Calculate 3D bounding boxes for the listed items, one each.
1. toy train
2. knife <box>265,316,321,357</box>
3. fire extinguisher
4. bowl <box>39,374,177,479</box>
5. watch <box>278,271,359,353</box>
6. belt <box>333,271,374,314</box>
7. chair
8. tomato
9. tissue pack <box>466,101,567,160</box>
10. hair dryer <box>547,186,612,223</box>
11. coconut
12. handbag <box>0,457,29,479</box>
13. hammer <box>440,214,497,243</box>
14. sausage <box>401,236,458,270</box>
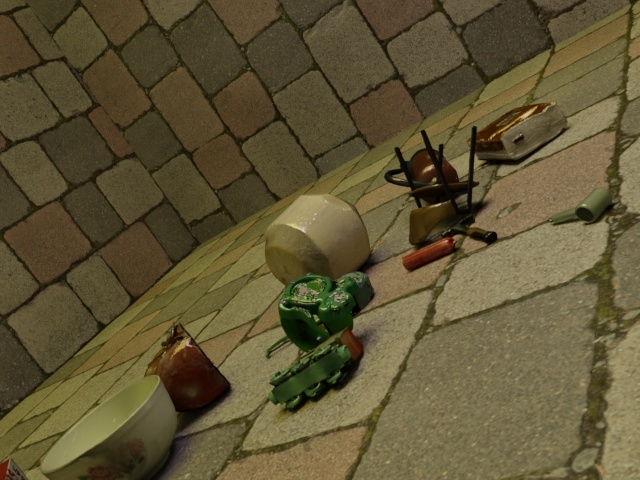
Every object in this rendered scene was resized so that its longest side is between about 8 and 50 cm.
[{"bbox_3d":[-0.012,0.230,1.218,0.176,0.074,0.118,-35,1,19],"label":"toy train"},{"bbox_3d":[-0.035,0.196,1.539,0.212,0.015,0.054,-34,10,4],"label":"knife"},{"bbox_3d":[0.276,-0.164,1.852,0.200,0.113,0.376,-14,14,5],"label":"fire extinguisher"},{"bbox_3d":[-0.393,0.406,1.348,0.277,0.145,0.277,-31,13,8],"label":"bowl"},{"bbox_3d":[0.000,0.155,1.313,0.165,0.152,0.131,11,37,32],"label":"watch"},{"bbox_3d":[0.048,0.121,1.477,0.140,0.058,0.105,-32,22,-9],"label":"belt"},{"bbox_3d":[0.272,-0.122,1.589,0.173,0.246,0.159,-8,-4,-20],"label":"chair"},{"bbox_3d":[-0.311,0.295,1.513,0.155,0.180,0.214,-44,10,-13],"label":"tomato"},{"bbox_3d":[0.513,-0.281,1.796,0.183,0.092,0.226,-35,9,-4],"label":"tissue pack"},{"bbox_3d":[0.445,-0.050,1.195,0.063,0.038,0.124,-38,5,-27],"label":"hair dryer"},{"bbox_3d":[0.000,0.000,1.698,0.266,0.237,0.237,-40,13,-27],"label":"coconut"},{"bbox_3d":[-0.608,0.557,1.286,0.151,0.171,0.298,-34,15,-15],"label":"handbag"},{"bbox_3d":[0.320,-0.020,1.429,0.078,0.021,0.201,-35,12,-6],"label":"hammer"},{"bbox_3d":[0.234,0.025,1.449,0.129,0.034,0.034,-27,14,30],"label":"sausage"}]
